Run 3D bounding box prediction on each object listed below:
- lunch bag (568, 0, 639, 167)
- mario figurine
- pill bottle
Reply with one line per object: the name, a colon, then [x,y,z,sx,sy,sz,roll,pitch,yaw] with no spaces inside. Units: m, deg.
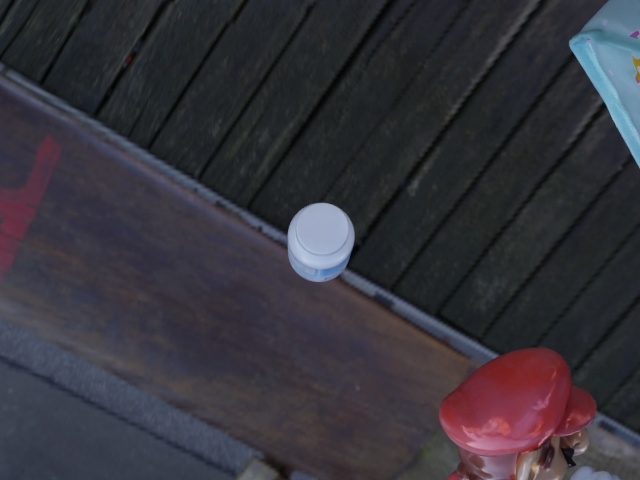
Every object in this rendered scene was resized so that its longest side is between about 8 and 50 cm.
lunch bag: [0.329,-0.101,0.773,0.223,0.160,0.262,-45,120,-12]
mario figurine: [0.201,0.253,1.073,0.198,0.170,0.320,15,109,27]
pill bottle: [0.000,0.000,1.487,0.087,0.160,0.087,0,79,-2]
